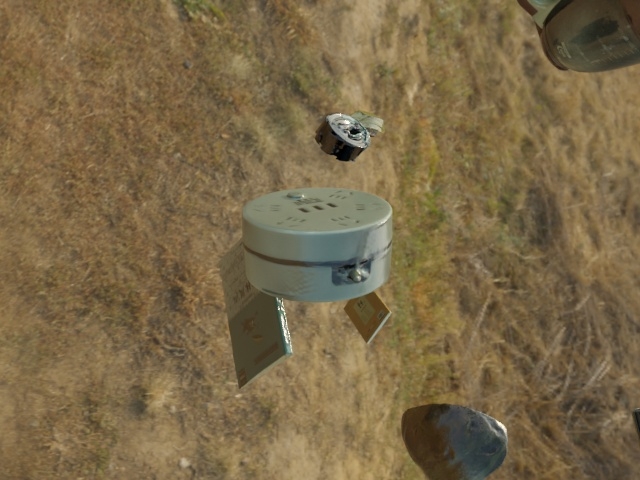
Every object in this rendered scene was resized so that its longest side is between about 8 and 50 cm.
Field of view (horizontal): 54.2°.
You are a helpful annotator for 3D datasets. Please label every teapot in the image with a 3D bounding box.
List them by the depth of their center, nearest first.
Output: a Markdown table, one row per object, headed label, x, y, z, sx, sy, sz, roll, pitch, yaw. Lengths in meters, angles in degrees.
| label | x | y | z | sx | sy | sz | roll | pitch | yaw |
| --- | --- | --- | --- | --- | --- | --- | --- | --- | --- |
| teapot | 0.574 | -0.488 | 1.291 | 0.315 | 0.312 | 0.233 | 39 | 65 | -21 |

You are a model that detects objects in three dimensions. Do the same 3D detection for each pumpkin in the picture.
| label | x | y | z | sx | sy | sz | roll | pitch | yaw |
| --- | --- | --- | --- | --- | --- | --- | --- | --- | --- |
| pumpkin | 0.284 | 0.506 | 1.534 | 0.148 | 0.312 | 0.169 | 40 | 52 | -19 |

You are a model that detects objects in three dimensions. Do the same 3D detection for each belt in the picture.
| label | x | y | z | sx | sy | sz | roll | pitch | yaw |
| --- | --- | --- | --- | --- | --- | --- | --- | --- | --- |
| belt | 0.051 | -0.223 | 1.338 | 0.105 | 0.058 | 0.140 | 52 | 34 | 13 |

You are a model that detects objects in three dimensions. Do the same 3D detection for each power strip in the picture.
| label | x | y | z | sx | sy | sz | roll | pitch | yaw |
| --- | --- | --- | --- | --- | --- | --- | --- | --- | --- |
| power strip | 0.000 | 0.000 | 1.382 | 0.357 | 0.357 | 0.162 | -24 | 121 | -47 |

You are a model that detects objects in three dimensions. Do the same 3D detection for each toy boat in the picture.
| label | x | y | z | sx | sy | sz | roll | pitch | yaw |
| --- | --- | --- | --- | --- | --- | --- | --- | --- | --- |
| toy boat | 0.122 | -0.319 | 1.721 | 0.172 | 0.065 | 0.066 | 0 | 121 | -53 |

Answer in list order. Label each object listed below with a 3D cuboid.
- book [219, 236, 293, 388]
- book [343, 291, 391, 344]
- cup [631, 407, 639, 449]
| label | x | y | z | sx | sy | sz | roll | pitch | yaw |
| --- | --- | --- | --- | --- | --- | --- | --- | --- | --- |
| book | -0.175 | 0.161 | 1.608 | 0.031 | 0.264 | 0.380 | 6 | 57 | -33 |
| book | 0.132 | 0.202 | 1.799 | 0.012 | 0.118 | 0.172 | 24 | 18 | -33 |
| cup | 0.673 | 0.396 | 1.200 | 0.176 | 0.131 | 0.155 | 12 | 61 | -53 |
